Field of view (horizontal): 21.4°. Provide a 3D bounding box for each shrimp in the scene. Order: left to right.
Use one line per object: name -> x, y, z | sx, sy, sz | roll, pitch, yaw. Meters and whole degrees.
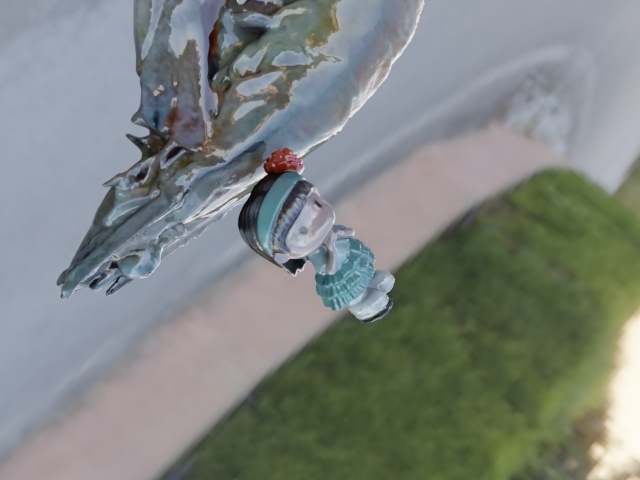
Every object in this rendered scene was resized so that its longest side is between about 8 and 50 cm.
shrimp -> -0.061, -0.102, 0.982 | 0.317, 0.164, 0.062 | -49, -165, -14

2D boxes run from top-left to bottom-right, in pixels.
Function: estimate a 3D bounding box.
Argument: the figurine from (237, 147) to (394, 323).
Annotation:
figurine -> 0.000, 0.000, 0.955 | 0.047, 0.106, 0.060 | -12, -139, 53
